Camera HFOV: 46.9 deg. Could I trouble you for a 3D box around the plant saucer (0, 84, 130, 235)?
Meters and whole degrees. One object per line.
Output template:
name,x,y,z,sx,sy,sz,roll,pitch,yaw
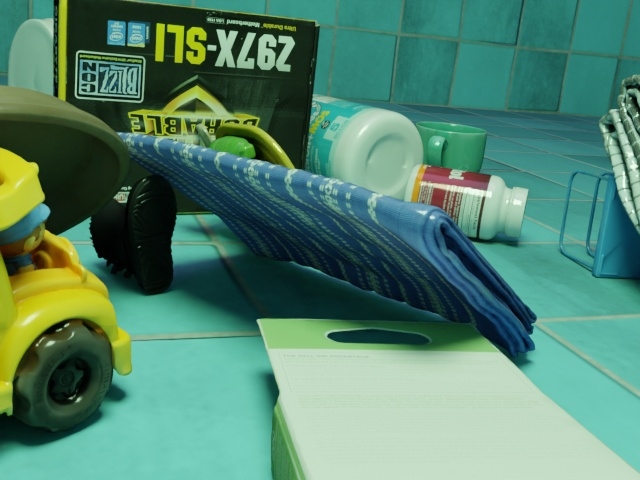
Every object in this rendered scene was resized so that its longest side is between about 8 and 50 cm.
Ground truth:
plant saucer,-0.284,-0.039,0.556,0.277,0.041,0.278,-21,-12,-5

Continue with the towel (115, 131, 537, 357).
towel,0.000,0.000,0.622,0.336,0.040,0.243,17,-14,37

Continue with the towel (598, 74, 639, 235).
towel,0.443,-0.046,0.759,0.234,0.121,0.284,3,54,-11

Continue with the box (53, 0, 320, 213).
box,-0.169,-0.164,0.933,0.321,0.257,0.079,-2,17,-27

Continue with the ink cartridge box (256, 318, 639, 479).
ink cartridge box,0.055,0.110,0.435,0.171,0.056,0.235,3,11,-12

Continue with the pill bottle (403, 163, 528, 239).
pill bottle,0.191,-0.048,0.969,0.151,0.086,0.086,11,17,16

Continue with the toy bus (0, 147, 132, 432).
toy bus,-0.223,0.006,0.413,0.149,0.212,0.220,15,17,34

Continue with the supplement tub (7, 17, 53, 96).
supplement tub,-0.323,-0.257,1.240,0.235,0.236,0.324,20,22,41

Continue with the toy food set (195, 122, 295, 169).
toy food set,-0.100,-0.059,0.822,0.071,0.128,0.218,-33,24,-22

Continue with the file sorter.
file sorter,0.396,-0.023,0.905,0.170,0.118,0.104,2,13,-13

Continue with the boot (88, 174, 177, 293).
boot,-0.175,-0.017,0.676,0.045,0.121,0.099,-20,37,-37

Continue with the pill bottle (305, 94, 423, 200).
pill bottle,0.021,-0.140,1.119,0.146,0.146,0.264,-6,19,-35

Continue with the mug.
mug,0.219,-0.155,1.327,0.157,0.098,0.129,-6,20,-34
